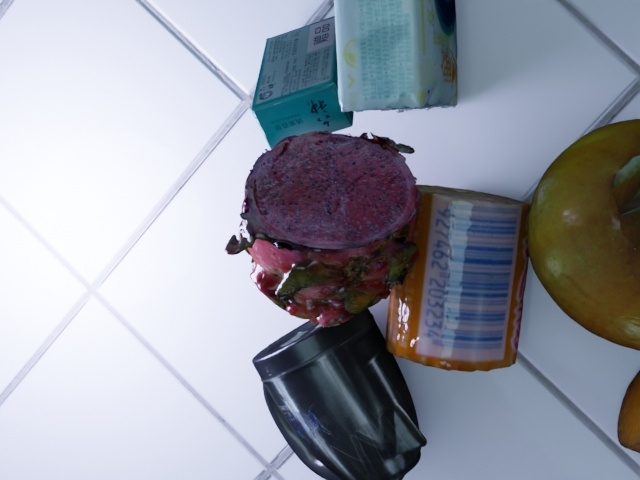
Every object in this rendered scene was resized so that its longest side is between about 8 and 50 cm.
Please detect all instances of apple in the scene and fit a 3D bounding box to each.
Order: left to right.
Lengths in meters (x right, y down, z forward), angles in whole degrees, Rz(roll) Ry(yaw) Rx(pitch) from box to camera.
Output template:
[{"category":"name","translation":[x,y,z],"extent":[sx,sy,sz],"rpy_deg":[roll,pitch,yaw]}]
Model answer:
[{"category":"apple","translation":[0.515,-0.013,1.621],"extent":[0.383,0.374,0.375],"rpy_deg":[19,101,4]}]

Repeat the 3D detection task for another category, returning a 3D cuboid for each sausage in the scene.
[{"category":"sausage","translation":[0.233,0.057,1.787],"extent":[0.233,0.233,0.287],"rpy_deg":[6,98,14]}]

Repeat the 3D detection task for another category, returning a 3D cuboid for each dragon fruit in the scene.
[{"category":"dragon fruit","translation":[0.000,0.000,1.716],"extent":[0.314,0.296,0.263],"rpy_deg":[-3,139,-5]}]

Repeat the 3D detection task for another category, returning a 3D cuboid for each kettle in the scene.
[{"category":"kettle","translation":[0.028,0.309,1.898],"extent":[0.321,0.228,0.324],"rpy_deg":[-29,92,43]}]

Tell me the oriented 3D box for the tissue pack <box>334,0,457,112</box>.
[{"category":"tissue pack","translation":[0.125,-0.406,1.730],"extent":[0.162,0.287,0.388],"rpy_deg":[-1,96,20]}]

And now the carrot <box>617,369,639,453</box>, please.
[{"category":"carrot","translation":[0.650,0.310,1.752],"extent":[0.254,0.196,0.196],"rpy_deg":[28,103,-1]}]

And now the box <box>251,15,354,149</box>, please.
[{"category":"box","translation":[-0.023,-0.273,1.806],"extent":[0.153,0.245,0.092],"rpy_deg":[-14,127,17]}]

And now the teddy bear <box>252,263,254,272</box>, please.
[{"category":"teddy bear","translation":[0.011,0.013,1.897],"extent":[0.251,0.129,0.182],"rpy_deg":[10,135,-2]}]
